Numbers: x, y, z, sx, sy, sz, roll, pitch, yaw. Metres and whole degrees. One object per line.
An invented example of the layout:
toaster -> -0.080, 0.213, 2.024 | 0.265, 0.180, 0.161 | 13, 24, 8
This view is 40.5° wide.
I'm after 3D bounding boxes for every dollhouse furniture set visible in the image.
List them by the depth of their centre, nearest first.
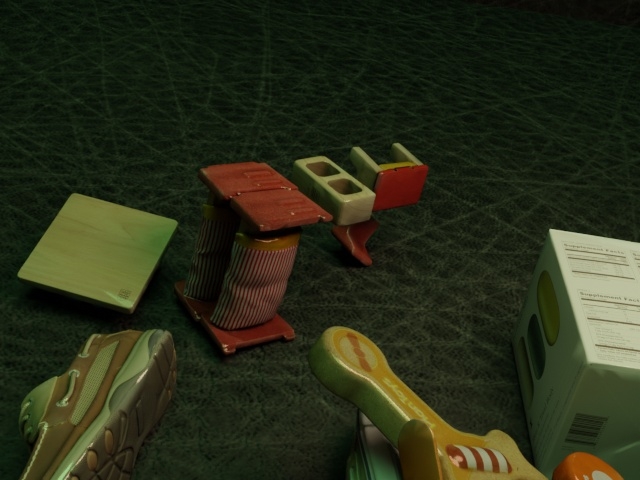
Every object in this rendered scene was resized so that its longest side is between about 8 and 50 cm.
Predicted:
dollhouse furniture set -> 0.000, 0.000, 1.209 | 0.374, 0.201, 0.152 | -11, 39, -38

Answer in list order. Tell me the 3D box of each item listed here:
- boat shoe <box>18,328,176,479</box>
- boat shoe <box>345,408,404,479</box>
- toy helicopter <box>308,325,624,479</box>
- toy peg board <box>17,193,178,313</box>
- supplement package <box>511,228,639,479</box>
boat shoe -> -0.256, 0.204, 0.914 | 0.116, 0.123, 0.324 | 8, 27, 9
boat shoe -> 0.063, 0.268, 0.909 | 0.109, 0.094, 0.302 | 47, 18, -22
toy helicopter -> 0.112, 0.218, 0.825 | 0.355, 0.140, 0.235 | 43, 29, 20
toy peg board -> -0.298, 0.034, 1.192 | 0.161, 0.079, 0.160 | 15, 50, 7
supplement package -> 0.370, 0.149, 1.075 | 0.198, 0.199, 0.262 | 9, 34, -2
